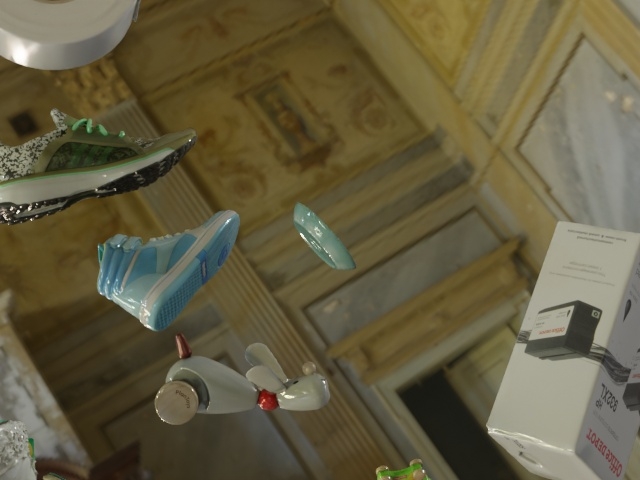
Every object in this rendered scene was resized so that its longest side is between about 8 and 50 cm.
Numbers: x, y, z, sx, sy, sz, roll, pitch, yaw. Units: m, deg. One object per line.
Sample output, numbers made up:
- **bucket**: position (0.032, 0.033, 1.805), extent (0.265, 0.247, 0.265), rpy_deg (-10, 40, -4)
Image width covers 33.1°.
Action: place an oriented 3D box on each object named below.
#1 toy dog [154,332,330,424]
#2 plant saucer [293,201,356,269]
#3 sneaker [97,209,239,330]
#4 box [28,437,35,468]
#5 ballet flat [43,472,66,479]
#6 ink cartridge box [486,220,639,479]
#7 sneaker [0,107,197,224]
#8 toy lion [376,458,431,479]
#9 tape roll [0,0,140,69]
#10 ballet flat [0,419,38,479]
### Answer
- **toy dog**: position (-0.162, 0.252, 2.076), extent (0.334, 0.160, 0.220), rpy_deg (-5, 8, -21)
- **plant saucer**: position (0.000, 0.000, 1.444), extent (0.021, 0.119, 0.119), rpy_deg (-42, -16, -10)
- **sneaker**: position (-0.312, 0.016, 2.111), extent (0.319, 0.208, 0.127), rpy_deg (-50, -22, -40)
- **box**: position (-0.632, 0.490, 2.250), extent (0.043, 0.179, 0.105), rpy_deg (7, -32, -34)
- **ballet flat**: position (-0.433, 0.479, 1.921), extent (0.057, 0.168, 0.052), rpy_deg (-22, 34, 44)
- **ink cartridge box**: position (0.362, 0.162, 1.460), extent (0.223, 0.129, 0.307), rpy_deg (44, -117, -51)
- **sneaker**: position (-0.426, -0.170, 1.965), extent (0.411, 0.182, 0.158), rpy_deg (-18, -5, -21)
- **toy lion**: position (0.152, 0.440, 1.930), extent (0.100, 0.034, 0.096), rpy_deg (-10, -54, -6)
- **tape roll**: position (-0.424, -0.416, 1.695), extent (0.286, 0.286, 0.100), rpy_deg (-29, -8, -22)
- **ballet flat**: position (-0.540, 0.395, 1.856), extent (0.147, 0.147, 0.409), rpy_deg (-31, -6, -15)
